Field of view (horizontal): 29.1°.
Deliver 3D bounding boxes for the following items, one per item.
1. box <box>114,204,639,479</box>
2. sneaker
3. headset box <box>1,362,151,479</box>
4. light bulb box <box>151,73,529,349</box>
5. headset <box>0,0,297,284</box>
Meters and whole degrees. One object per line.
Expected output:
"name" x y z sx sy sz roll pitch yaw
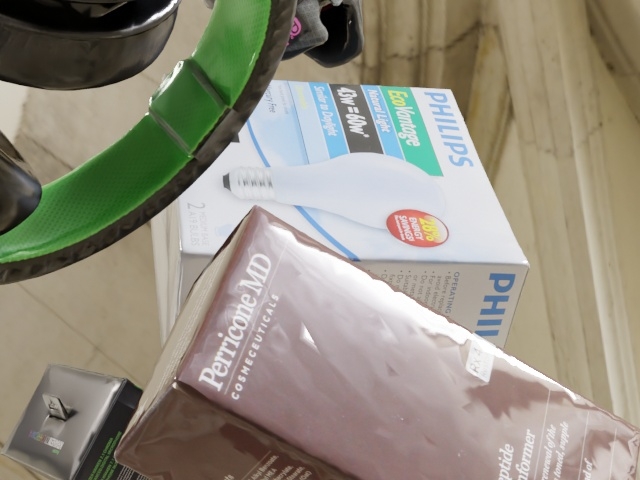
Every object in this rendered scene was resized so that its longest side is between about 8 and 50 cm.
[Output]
"box" 0.056 0.158 0.969 0.381 0.143 0.191 29 -133 -9
"sneaker" -0.070 -0.325 1.477 0.185 0.482 0.202 -25 -108 29
"headset box" -0.211 0.263 1.455 0.246 0.283 0.131 -2 -122 59
"light bulb box" 0.000 0.000 1.402 0.361 0.225 0.358 1 -142 -13
"headset" -0.170 -0.103 0.536 0.185 0.394 0.243 46 -74 21
